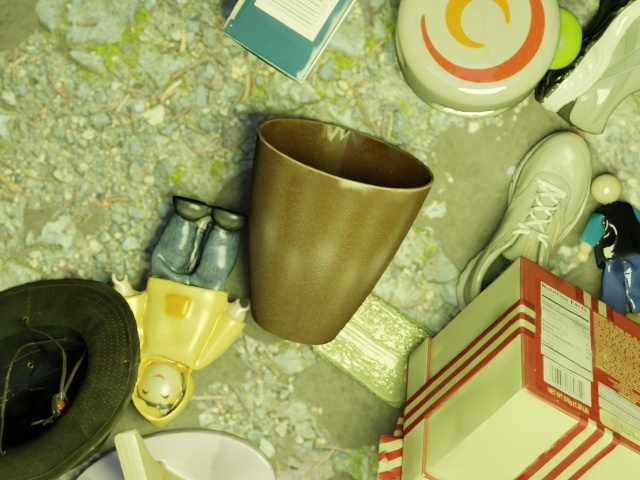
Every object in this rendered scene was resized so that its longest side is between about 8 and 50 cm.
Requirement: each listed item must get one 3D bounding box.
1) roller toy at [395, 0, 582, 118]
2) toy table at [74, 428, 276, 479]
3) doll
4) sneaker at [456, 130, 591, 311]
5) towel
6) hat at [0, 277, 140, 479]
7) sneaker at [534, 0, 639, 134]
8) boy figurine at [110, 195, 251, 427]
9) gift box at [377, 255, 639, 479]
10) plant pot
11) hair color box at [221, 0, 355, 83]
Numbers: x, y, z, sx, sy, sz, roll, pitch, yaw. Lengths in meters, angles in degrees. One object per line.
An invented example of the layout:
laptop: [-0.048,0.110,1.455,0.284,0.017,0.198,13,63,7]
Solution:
roller toy: [0.182,-0.247,1.850,0.191,0.146,0.209,-41,86,-2]
toy table: [-0.193,0.334,1.902,0.274,0.161,0.252,-25,96,4]
doll: [0.362,0.012,1.914,0.129,0.046,0.189,-11,96,-31]
sneaker: [0.257,-0.009,1.886,0.099,0.121,0.262,26,94,-2]
towel: [0.070,0.130,1.948,0.148,0.027,0.110,35,94,-3]
hat: [-0.346,0.199,1.893,0.331,0.134,0.331,-12,52,16]
sneaker: [0.380,-0.246,1.883,0.108,0.100,0.271,39,98,-17]
boy figurine: [-0.180,0.089,1.914,0.177,0.092,0.285,18,93,-4]
gift box: [0.227,0.217,1.786,0.255,0.276,0.258,32,128,-14]
plant pot: [0.000,0.000,1.862,0.215,0.215,0.230,16,109,-1]
hair color box: [-0.018,-0.274,1.746,0.105,0.347,0.174,33,95,-3]
